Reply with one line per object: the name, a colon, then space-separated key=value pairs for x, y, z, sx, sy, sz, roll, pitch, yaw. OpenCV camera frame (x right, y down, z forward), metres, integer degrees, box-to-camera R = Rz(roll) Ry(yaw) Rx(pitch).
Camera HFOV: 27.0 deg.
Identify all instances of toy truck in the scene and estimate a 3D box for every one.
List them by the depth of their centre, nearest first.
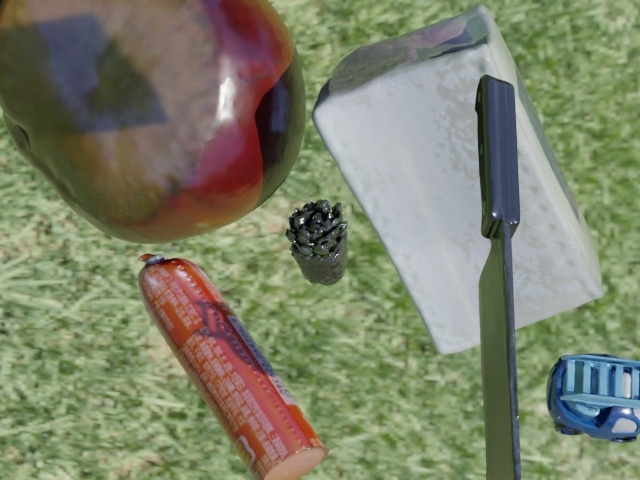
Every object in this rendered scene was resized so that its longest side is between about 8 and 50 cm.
toy truck: x=0.234 y=0.112 z=0.965 sx=0.136 sy=0.074 sz=0.063 roll=6 pitch=70 yaw=-4

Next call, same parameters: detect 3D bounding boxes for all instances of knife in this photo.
knife: x=0.089 y=0.030 z=0.693 sx=0.019 sy=0.072 sz=0.245 roll=5 pitch=64 yaw=-5

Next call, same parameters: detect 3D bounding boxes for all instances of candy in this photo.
candy: x=0.158 y=-0.062 z=1.475 sx=0.358 sy=0.208 sz=0.145 roll=60 pitch=22 yaw=-25

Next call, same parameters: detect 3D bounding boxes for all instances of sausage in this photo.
sausage: x=-0.096 y=0.110 z=1.263 sx=0.074 sy=0.074 sz=0.274 roll=-12 pitch=57 yaw=-42

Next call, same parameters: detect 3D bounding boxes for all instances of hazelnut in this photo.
hazelnut: x=-0.209 y=-0.187 z=1.605 sx=0.359 sy=0.359 sz=0.409 roll=-27 pitch=66 yaw=-40

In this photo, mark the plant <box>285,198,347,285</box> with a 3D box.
plant: x=0.000 y=0.000 z=1.983 sx=0.143 sy=0.092 sz=0.094 roll=78 pitch=33 yaw=-52
